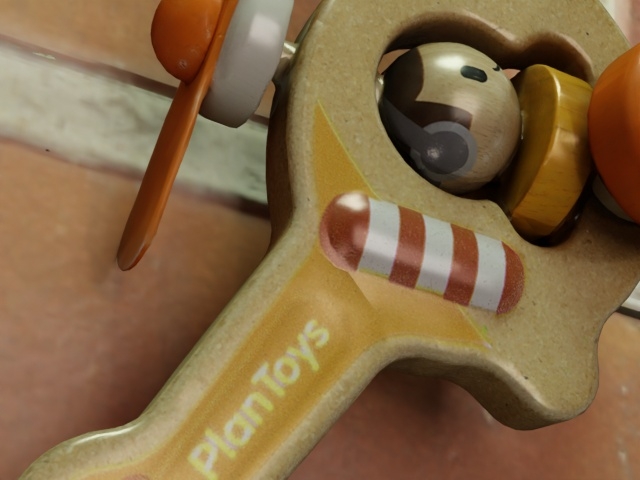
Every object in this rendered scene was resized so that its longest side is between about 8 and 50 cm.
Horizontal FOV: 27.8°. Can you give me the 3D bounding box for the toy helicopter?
[{"bbox_3d":[0.000,0.000,0.473,0.235,0.140,0.355,45,59,-7],"label":"toy helicopter"}]
